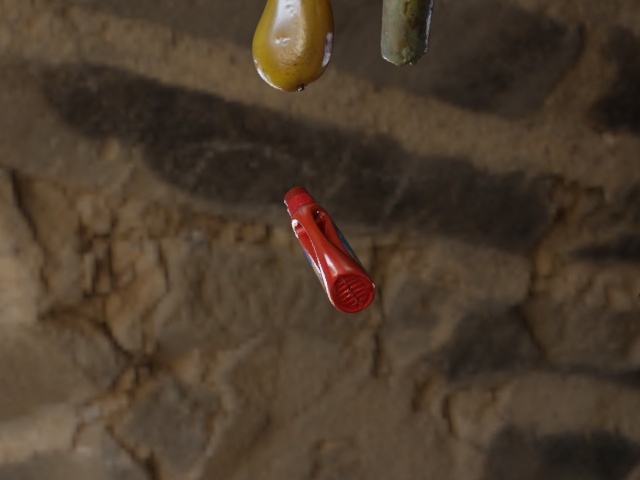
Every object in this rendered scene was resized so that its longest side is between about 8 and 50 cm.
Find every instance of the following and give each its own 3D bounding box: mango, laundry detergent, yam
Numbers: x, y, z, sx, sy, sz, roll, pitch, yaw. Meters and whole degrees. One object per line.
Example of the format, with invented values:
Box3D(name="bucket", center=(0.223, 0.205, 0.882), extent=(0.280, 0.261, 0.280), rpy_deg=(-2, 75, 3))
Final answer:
Box3D(name="mango", center=(-0.025, -0.194, 1.458), extent=(0.080, 0.114, 0.060), rpy_deg=(9, 7, 38))
Box3D(name="laundry detergent", center=(0.000, 0.000, 1.704), extent=(0.049, 0.165, 0.097), rpy_deg=(-32, -39, 1))
Box3D(name="yam", center=(0.126, -0.379, 2.010), extent=(0.071, 0.317, 0.067), rpy_deg=(14, 24, 13))

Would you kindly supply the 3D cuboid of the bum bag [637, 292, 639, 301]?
Box3D(name="bum bag", center=(0.353, -0.009, 1.523), extent=(0.026, 0.159, 0.109), rpy_deg=(35, -1, 7))
